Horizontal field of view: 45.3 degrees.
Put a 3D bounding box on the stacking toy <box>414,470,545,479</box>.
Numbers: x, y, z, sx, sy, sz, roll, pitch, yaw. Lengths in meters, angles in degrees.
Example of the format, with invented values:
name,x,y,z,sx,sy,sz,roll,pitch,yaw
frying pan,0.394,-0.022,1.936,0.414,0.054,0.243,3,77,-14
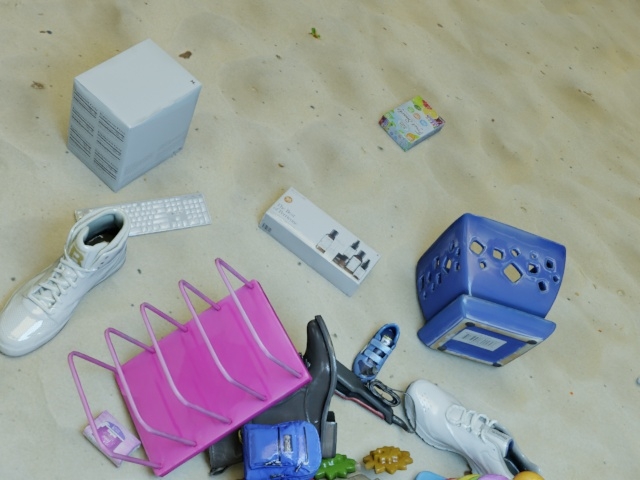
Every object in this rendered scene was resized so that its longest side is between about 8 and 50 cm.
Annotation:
name,x,y,z,sx,sy,sz,roll,pitch,yaw
stacking toy,0.273,0.436,1.238,0.175,0.302,0.165,24,52,-7

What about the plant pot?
name,x,y,z,sx,sy,sz,roll,pitch,yaw
plant pot,0.330,0.114,1.528,0.236,0.236,0.212,18,59,-11

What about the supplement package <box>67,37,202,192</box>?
name,x,y,z,sx,sy,sz,roll,pitch,yaw
supplement package,-0.366,-0.243,1.494,0.149,0.203,0.194,42,52,8

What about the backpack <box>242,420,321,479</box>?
name,x,y,z,sx,sy,sz,roll,pitch,yaw
backpack,-0.057,0.330,1.185,0.120,0.101,0.097,0,66,-9

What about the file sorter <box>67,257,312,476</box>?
name,x,y,z,sx,sy,sz,roll,pitch,yaw
file sorter,-0.206,0.191,1.183,0.291,0.182,0.202,-33,61,3

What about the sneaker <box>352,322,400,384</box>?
name,x,y,z,sx,sy,sz,roll,pitch,yaw
sneaker,0.109,0.213,1.474,0.053,0.059,0.144,35,53,0

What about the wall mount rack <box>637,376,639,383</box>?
name,x,y,z,sx,sy,sz,roll,pitch,yaw
wall mount rack,0.873,0.366,1.649,0.304,0.130,0.349,1,58,-26

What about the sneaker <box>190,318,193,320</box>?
name,x,y,z,sx,sy,sz,roll,pitch,yaw
sneaker,-0.123,0.233,1.357,0.272,0.100,0.107,25,77,-9

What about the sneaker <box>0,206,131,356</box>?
name,x,y,z,sx,sy,sz,roll,pitch,yaw
sneaker,-0.434,0.055,1.290,0.108,0.169,0.292,37,55,1

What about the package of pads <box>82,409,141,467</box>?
name,x,y,z,sx,sy,sz,roll,pitch,yaw
package of pads,-0.337,0.320,1.237,0.083,0.032,0.050,40,51,7

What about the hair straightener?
name,x,y,z,sx,sy,sz,roll,pitch,yaw
hair straightener,0.085,0.274,1.403,0.230,0.089,0.047,36,35,4

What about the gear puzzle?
name,x,y,z,sx,sy,sz,roll,pitch,yaw
gear puzzle,0.010,0.391,1.255,0.339,0.175,0.044,-9,102,-27

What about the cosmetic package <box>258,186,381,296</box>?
name,x,y,z,sx,sy,sz,roll,pitch,yaw
cosmetic package,0.000,0.000,1.571,0.239,0.060,0.099,37,51,4

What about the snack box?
name,x,y,z,sx,sy,sz,roll,pitch,yaw
snack box,0.225,-0.287,1.869,0.141,0.037,0.100,-32,73,-35

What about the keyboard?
name,x,y,z,sx,sy,sz,roll,pitch,yaw
keyboard,-0.341,-0.046,1.492,0.256,0.014,0.072,-10,63,-27

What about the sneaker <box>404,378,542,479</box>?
name,x,y,z,sx,sy,sz,roll,pitch,yaw
sneaker,0.285,0.355,1.408,0.297,0.129,0.111,40,54,8

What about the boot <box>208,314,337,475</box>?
name,x,y,z,sx,sy,sz,roll,pitch,yaw
boot,-0.088,0.256,1.275,0.229,0.091,0.262,0,84,-3
